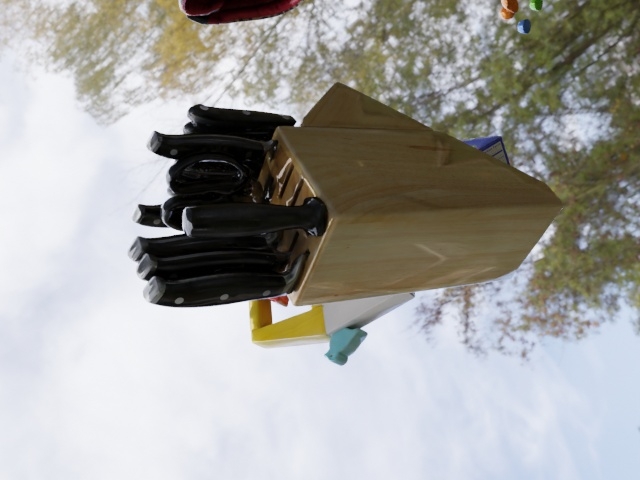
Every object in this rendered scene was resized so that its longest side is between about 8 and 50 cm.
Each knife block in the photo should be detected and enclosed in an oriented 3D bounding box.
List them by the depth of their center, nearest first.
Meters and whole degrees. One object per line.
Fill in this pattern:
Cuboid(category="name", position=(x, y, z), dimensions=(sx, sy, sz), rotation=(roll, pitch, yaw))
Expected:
Cuboid(category="knife block", position=(0.019, -0.006, 0.494), dimensions=(0.276, 0.088, 0.242), rotation=(27, -141, 3))

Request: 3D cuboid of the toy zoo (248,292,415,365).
Cuboid(category="toy zoo", position=(0.000, 0.000, 0.799), dimensions=(0.030, 0.192, 0.293), rotation=(36, -140, -49))

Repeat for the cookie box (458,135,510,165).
Cuboid(category="cookie box", position=(0.147, -0.044, 0.696), dimensions=(0.040, 0.092, 0.107), rotation=(-32, -71, -29))

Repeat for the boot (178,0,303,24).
Cuboid(category="boot", position=(-0.204, -0.451, 0.974), dimensions=(0.378, 0.138, 0.284), rotation=(-8, -106, -30))

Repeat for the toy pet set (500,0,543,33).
Cuboid(category="toy pet set", position=(0.192, -0.300, 0.745), dimensions=(0.114, 0.065, 0.122), rotation=(39, -106, -40))
